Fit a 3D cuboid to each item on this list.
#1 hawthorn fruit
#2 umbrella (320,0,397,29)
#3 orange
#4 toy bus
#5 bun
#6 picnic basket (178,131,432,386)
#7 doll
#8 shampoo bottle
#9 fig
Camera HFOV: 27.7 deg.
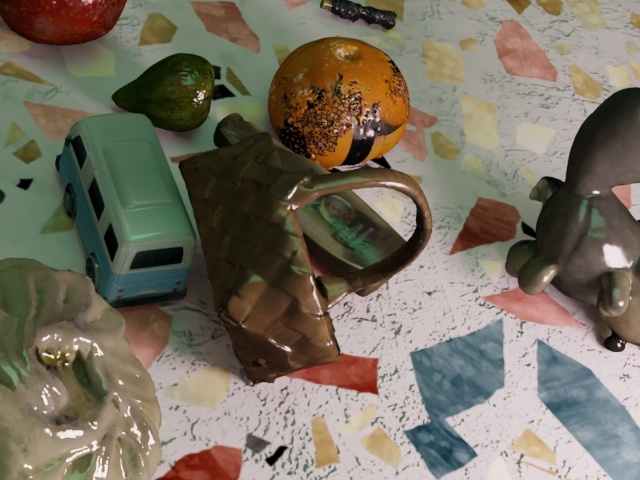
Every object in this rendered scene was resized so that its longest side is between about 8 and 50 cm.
[{"bbox_3d":[-0.426,-0.403,2.014,0.253,0.205,0.205,-7,55,-27],"label":"hawthorn fruit"},{"bbox_3d":[0.067,-0.411,2.333,0.143,0.040,0.037,11,42,-19],"label":"umbrella"},{"bbox_3d":[0.029,-0.224,2.075,0.234,0.182,0.234,4,46,-4],"label":"orange"},{"bbox_3d":[-0.271,-0.058,1.810,0.133,0.165,0.271,-7,56,-27],"label":"toy bus"},{"bbox_3d":[-0.335,0.179,1.498,0.359,0.211,0.360,33,39,-33],"label":"bun"},{"bbox_3d":[0.000,0.000,1.760,0.337,0.293,0.337,-5,58,8],"label":"picnic basket"},{"bbox_3d":[0.518,-0.002,1.974,0.382,0.379,0.252,21,31,-11],"label":"doll"},{"bbox_3d":[-0.024,-0.064,1.977,0.350,0.084,0.125,43,51,16],"label":"shampoo bottle"},{"bbox_3d":[-0.243,-0.232,2.004,0.156,0.123,0.123,7,49,-2],"label":"fig"}]
